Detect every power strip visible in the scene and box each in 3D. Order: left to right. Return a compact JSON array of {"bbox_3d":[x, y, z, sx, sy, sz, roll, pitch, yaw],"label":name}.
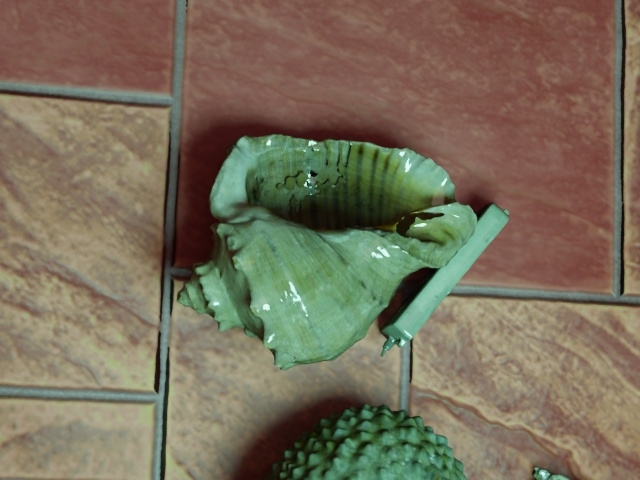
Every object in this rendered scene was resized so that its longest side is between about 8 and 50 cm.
[{"bbox_3d":[0.136,0.043,1.493,0.029,0.080,0.227,41,76,-3],"label":"power strip"}]

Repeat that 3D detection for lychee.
[{"bbox_3d":[0.045,0.310,1.368,0.255,0.255,0.274,9,49,-12],"label":"lychee"}]

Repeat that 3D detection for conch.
[{"bbox_3d":[-0.006,0.005,1.419,0.324,0.186,0.263,-9,68,-27],"label":"conch"}]

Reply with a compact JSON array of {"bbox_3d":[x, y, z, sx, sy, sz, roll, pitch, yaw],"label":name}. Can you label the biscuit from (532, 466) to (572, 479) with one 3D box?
[{"bbox_3d":[0.336,0.354,1.512,0.238,0.062,0.108,24,78,-9],"label":"biscuit"}]
